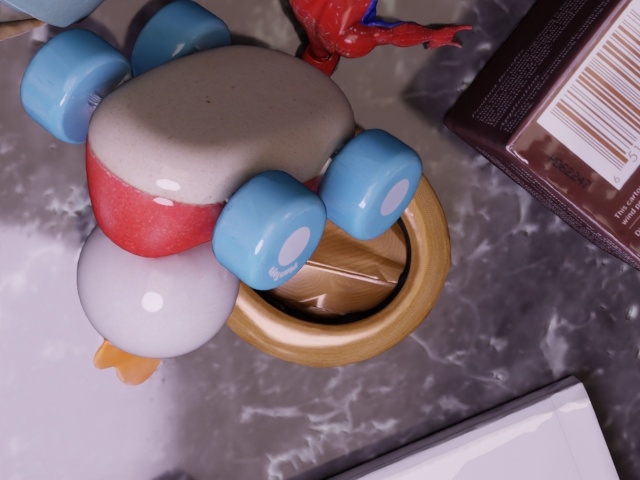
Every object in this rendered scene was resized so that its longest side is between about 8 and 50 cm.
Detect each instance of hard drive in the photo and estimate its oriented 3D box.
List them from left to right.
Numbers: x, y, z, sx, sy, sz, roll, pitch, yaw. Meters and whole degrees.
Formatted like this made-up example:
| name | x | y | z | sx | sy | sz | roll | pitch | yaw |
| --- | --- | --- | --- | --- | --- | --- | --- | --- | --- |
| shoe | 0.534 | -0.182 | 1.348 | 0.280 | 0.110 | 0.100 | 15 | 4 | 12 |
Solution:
| name | x | y | z | sx | sy | sz | roll | pitch | yaw |
| --- | --- | --- | --- | --- | --- | --- | --- | --- | --- |
| hard drive | 0.098 | 0.259 | 1.416 | 0.307 | 0.040 | 0.203 | -23 | 102 | -4 |

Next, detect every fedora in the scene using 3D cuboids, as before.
| name | x | y | z | sx | sy | sz | roll | pitch | yaw |
| --- | --- | --- | --- | --- | --- | --- | --- | --- | --- |
| fedora | 0.000 | 0.000 | 1.339 | 0.194 | 0.079 | 0.194 | 0 | 96 | 2 |

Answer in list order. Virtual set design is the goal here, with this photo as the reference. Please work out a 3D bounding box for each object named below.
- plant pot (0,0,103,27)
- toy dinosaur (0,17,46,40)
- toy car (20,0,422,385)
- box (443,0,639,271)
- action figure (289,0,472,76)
| name | x | y | z | sx | sy | sz | roll | pitch | yaw |
| --- | --- | --- | --- | --- | --- | --- | --- | --- | --- |
| plant pot | -0.154 | -0.342 | 1.152 | 0.341 | 0.341 | 0.334 | 40 | 100 | -12 |
| toy dinosaur | -0.268 | -0.149 | 1.279 | 0.092 | 0.183 | 0.053 | 35 | 121 | 25 |
| toy car | -0.089 | -0.005 | 1.236 | 0.219 | 0.210 | 0.238 | 36 | 126 | 23 |
| box | 0.220 | -0.091 | 1.292 | 0.167 | 0.203 | 0.168 | 38 | 93 | -12 |
| action figure | 0.069 | -0.228 | 1.287 | 0.091 | 0.139 | 0.280 | 49 | 130 | 25 |
